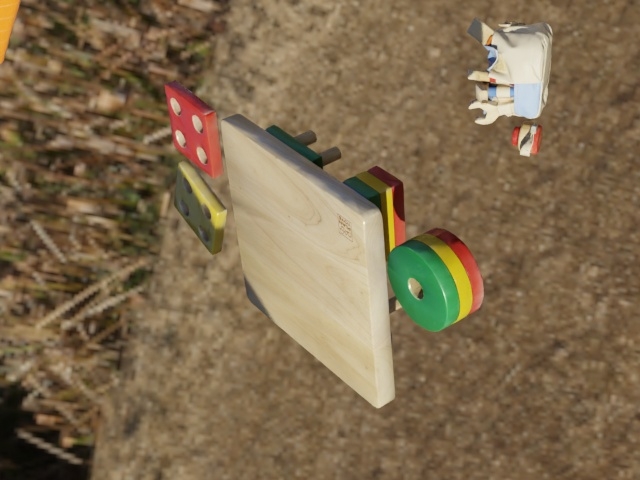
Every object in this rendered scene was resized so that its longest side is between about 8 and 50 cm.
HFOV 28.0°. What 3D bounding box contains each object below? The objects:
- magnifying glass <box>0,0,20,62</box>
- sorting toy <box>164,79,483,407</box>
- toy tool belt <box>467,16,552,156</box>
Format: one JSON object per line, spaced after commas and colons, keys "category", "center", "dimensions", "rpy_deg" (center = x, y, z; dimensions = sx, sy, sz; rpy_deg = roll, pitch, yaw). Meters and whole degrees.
{"category": "magnifying glass", "center": [-0.150, -0.191, 0.658], "dimensions": [0.026, 0.092, 0.231], "rpy_deg": [42, 126, 27]}
{"category": "sorting toy", "center": [0.000, 0.000, 0.726], "dimensions": [0.274, 0.046, 0.132], "rpy_deg": [36, 143, 43]}
{"category": "toy tool belt", "center": [0.114, -0.096, 0.797], "dimensions": [0.052, 0.051, 0.083], "rpy_deg": [-51, -34, -57]}
